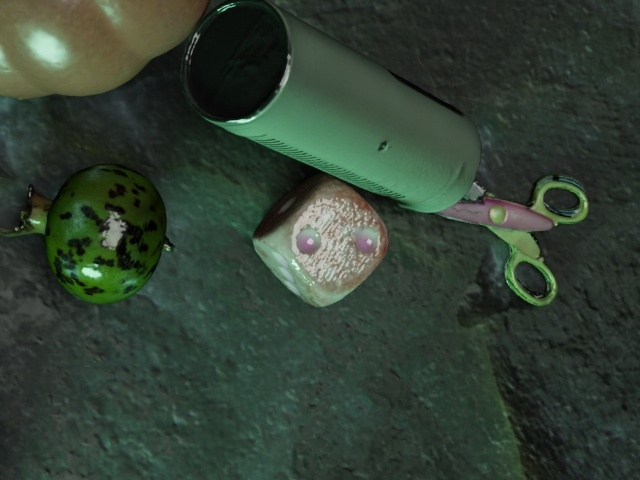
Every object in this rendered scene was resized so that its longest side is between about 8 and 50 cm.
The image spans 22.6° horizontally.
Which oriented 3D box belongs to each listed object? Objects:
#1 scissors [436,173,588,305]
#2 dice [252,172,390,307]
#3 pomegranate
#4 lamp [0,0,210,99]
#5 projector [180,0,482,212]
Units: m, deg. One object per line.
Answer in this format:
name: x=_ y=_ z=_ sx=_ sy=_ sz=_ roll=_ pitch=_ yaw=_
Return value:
scissors: x=0.171 y=-0.027 z=1.557 sx=0.187 sy=0.020 sz=0.133 roll=25 pitch=79 yaw=-20
dice: x=0.000 y=0.000 z=1.457 sx=0.091 sy=0.093 sz=0.094 roll=46 pitch=77 yaw=-14
pomegranate: x=-0.204 y=-0.011 z=1.381 sx=0.162 sy=0.122 sz=0.122 roll=12 pitch=85 yaw=10
lamp: x=-0.202 y=-0.254 z=1.308 sx=0.305 sy=0.239 sz=0.305 roll=-7 pitch=70 yaw=20
projector: x=0.019 y=-0.107 z=1.364 sx=0.337 sy=0.108 sz=0.108 roll=20 pitch=82 yaw=-56
